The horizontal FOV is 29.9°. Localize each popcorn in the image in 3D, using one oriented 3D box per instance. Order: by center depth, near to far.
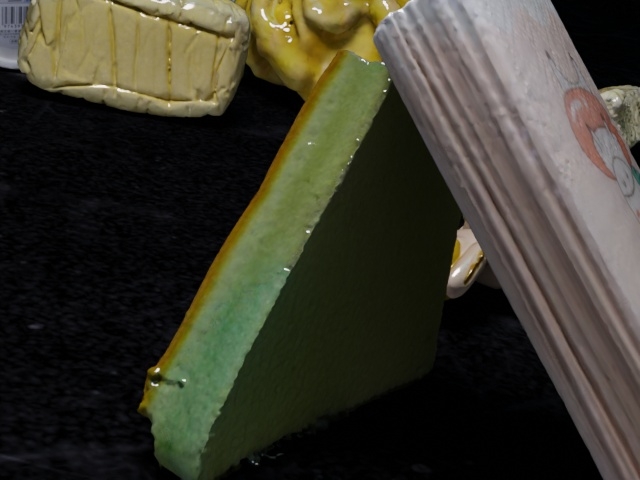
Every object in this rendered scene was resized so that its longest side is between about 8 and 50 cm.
[{"bbox_3d":[0.053,-0.283,1.474,0.316,0.280,0.297,6,33,19],"label":"popcorn"}]

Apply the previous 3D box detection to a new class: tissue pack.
[{"bbox_3d":[0.151,0.009,0.655,0.325,0.071,0.170,62,25,4],"label":"tissue pack"}]

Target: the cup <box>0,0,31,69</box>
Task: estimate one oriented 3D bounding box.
[{"bbox_3d":[-0.387,-0.289,1.360,0.241,0.185,0.226,-26,37,-12],"label":"cup"}]

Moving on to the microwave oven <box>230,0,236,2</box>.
[{"bbox_3d":[-0.277,-0.462,1.637,0.394,0.332,0.247,-3,20,-35],"label":"microwave oven"}]

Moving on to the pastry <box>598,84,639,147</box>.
[{"bbox_3d":[0.348,-0.146,1.478,0.121,0.089,0.258,-28,3,23],"label":"pastry"}]

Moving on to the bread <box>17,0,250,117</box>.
[{"bbox_3d":[-0.194,-0.210,1.265,0.236,0.140,0.106,9,22,-12],"label":"bread"}]

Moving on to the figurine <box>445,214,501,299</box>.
[{"bbox_3d":[0.141,-0.002,0.938,0.246,0.131,0.156,-14,16,-33],"label":"figurine"}]

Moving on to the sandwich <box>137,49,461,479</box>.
[{"bbox_3d":[0.000,0.000,0.675,0.063,0.212,0.245,18,18,30],"label":"sandwich"}]
